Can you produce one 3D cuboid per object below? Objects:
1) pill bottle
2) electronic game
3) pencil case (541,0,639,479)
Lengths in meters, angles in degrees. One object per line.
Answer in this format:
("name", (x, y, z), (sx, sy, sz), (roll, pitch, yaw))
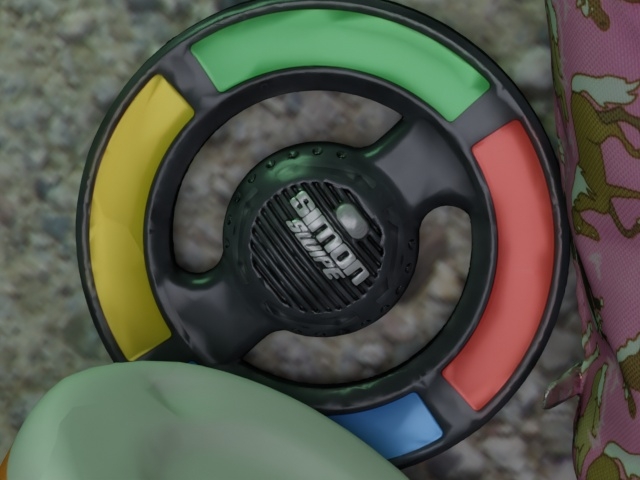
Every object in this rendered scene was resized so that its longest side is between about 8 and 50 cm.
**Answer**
("pill bottle", (-0.106, 0.268, 0.840), (0.224, 0.224, 0.392), (30, 111, 0))
("electronic game", (0.000, 0.000, 0.875), (0.229, 0.048, 0.229), (1, 101, 6))
("pencil case", (0.161, -0.059, 0.767), (0.167, 0.160, 0.386), (-7, 108, 2))
